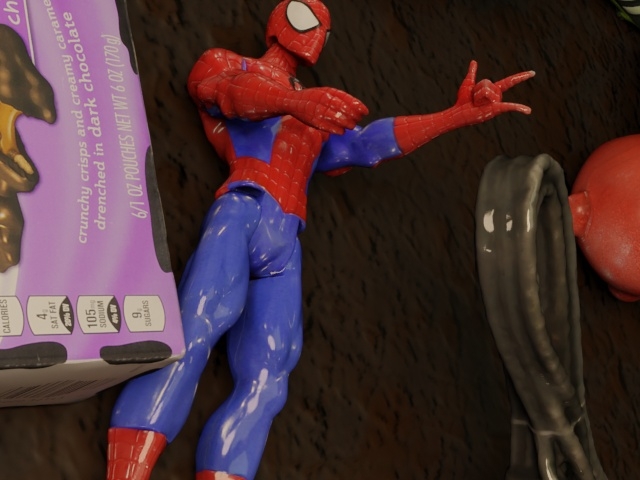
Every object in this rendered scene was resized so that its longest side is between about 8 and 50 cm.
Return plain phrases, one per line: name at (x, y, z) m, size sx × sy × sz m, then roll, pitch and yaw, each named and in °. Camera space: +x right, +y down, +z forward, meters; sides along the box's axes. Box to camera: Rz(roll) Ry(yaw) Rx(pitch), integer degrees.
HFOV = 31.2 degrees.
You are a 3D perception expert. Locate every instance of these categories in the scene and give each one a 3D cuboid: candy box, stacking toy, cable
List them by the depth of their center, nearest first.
candy box at (-0.151, -0.031, 0.351) m, size 0.196 × 0.070 × 0.165 m, roll 2°, pitch 71°, yaw -44°
cable at (0.117, 0.098, 0.493) m, size 0.139 × 0.072 × 0.287 m, roll -28°, pitch 121°, yaw -53°
stacking toy at (0.268, 0.008, 0.763) m, size 0.309 × 0.130 × 0.279 m, roll 50°, pitch 18°, yaw -20°

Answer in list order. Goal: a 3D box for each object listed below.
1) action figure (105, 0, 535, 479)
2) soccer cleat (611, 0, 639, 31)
action figure at (0.000, 0.000, 0.442) m, size 0.091 × 0.139 × 0.280 m, roll 38°, pitch 45°, yaw -40°
soccer cleat at (0.230, -0.192, 0.803) m, size 0.179 × 0.072 × 0.060 m, roll 17°, pitch 60°, yaw -39°
